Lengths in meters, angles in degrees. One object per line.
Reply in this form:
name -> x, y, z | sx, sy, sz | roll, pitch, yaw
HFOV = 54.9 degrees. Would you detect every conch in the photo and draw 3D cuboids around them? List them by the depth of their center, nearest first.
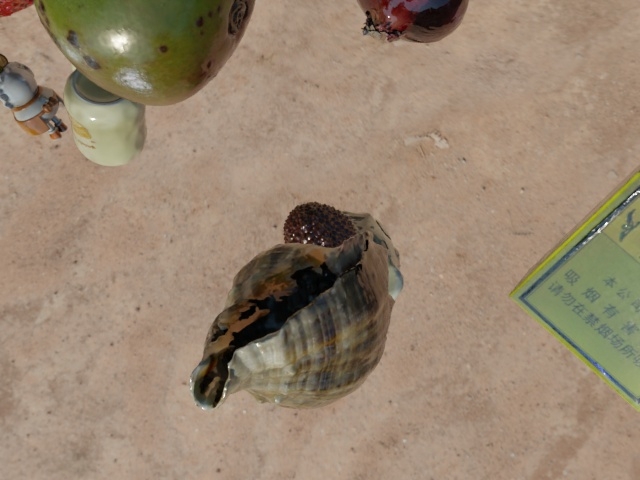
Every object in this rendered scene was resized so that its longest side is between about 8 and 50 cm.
conch -> -0.015, 0.099, 0.630 | 0.210, 0.291, 0.159 | -17, 109, 24

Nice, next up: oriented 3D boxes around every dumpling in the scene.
dumpling -> 0.041, 0.054, 1.265 | 0.243, 0.318, 0.187 | -37, 112, 5

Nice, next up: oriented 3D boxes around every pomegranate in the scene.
pomegranate -> -0.231, -0.336, 0.743 | 0.323, 0.291, 0.291 | 40, 107, -9

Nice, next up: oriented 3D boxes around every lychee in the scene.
lychee -> -0.003, 0.001, 0.977 | 0.129, 0.123, 0.123 | 40, 106, -16

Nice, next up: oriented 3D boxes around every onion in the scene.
onion -> 0.216, -0.637, 1.629 | 0.348, 0.347, 0.285 | 35, 84, -17

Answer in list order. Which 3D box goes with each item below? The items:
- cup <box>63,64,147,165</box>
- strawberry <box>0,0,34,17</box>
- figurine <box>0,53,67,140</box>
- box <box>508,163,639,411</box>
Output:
cup -> -0.491, -0.328, 1.426 | 0.173, 0.255, 0.202 | -1, 152, -14
strawberry -> -0.720, -0.617, 1.422 | 0.205, 0.244, 0.205 | 8, 110, 21
figurine -> -0.773, -0.378, 1.638 | 0.143, 0.143, 0.271 | -8, 147, 0
box -> 0.265, 0.015, 0.452 | 0.141, 0.064, 0.220 | 44, 137, 13
